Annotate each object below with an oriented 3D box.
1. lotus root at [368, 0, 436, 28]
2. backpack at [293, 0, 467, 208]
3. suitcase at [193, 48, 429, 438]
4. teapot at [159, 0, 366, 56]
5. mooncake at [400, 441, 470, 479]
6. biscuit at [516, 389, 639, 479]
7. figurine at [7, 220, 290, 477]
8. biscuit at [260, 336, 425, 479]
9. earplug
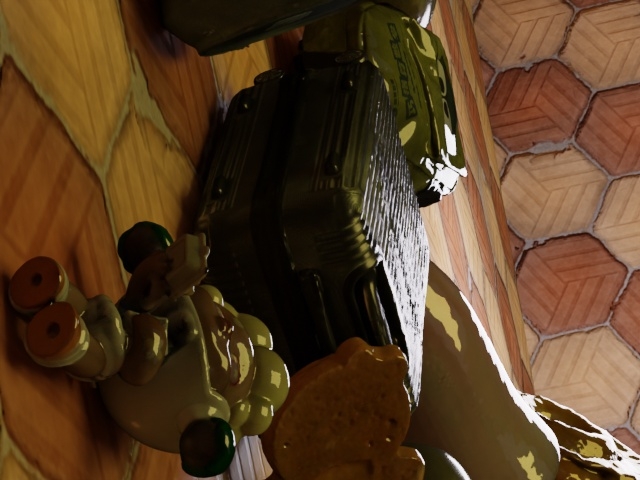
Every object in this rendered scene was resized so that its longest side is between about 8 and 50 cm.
[{"bbox_3d":[0.045,-0.307,1.839,0.173,0.173,0.309,-72,154,-69],"label":"lotus root"},{"bbox_3d":[0.048,-0.131,1.688,0.253,0.140,0.207,14,64,-71],"label":"backpack"},{"bbox_3d":[0.000,0.000,1.292,0.312,0.128,0.202,-82,157,-62],"label":"suitcase"},{"bbox_3d":[-0.061,-0.256,1.237,0.203,0.171,0.225,-15,-86,69],"label":"teapot"},{"bbox_3d":[0.076,0.289,1.371,0.275,0.135,0.275,-11,90,-83],"label":"mooncake"},{"bbox_3d":[0.263,0.244,2.018,0.102,0.296,0.296,-63,173,8],"label":"biscuit"},{"bbox_3d":[-0.083,0.054,0.906,0.197,0.094,0.147,52,18,-65],"label":"figurine"},{"bbox_3d":[0.006,0.153,1.171,0.027,0.133,0.184,47,-26,54],"label":"biscuit"},{"bbox_3d":[0.096,0.117,1.616,0.172,0.172,0.301,-88,157,-53],"label":"earplug"}]
